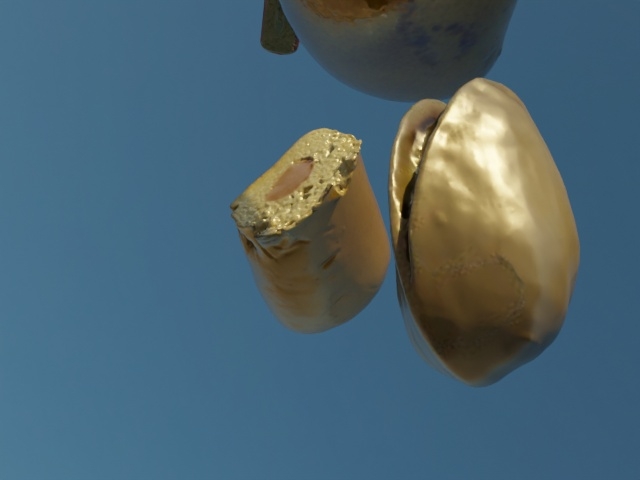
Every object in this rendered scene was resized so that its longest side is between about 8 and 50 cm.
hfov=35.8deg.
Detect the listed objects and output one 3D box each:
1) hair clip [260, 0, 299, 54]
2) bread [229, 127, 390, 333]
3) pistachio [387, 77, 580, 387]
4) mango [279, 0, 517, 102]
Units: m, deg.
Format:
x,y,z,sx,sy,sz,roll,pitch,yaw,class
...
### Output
x,y,z,sx,sy,sz,roll,pitch,yaw,class
-0.049,-0.304,1.265,0.054,0.022,0.137,11,-57,11,hair clip
0.002,0.000,0.853,0.085,0.134,0.173,28,-25,37,bread
0.110,-0.007,0.683,0.126,0.152,0.223,-22,-128,42,pistachio
0.087,-0.275,1.013,0.263,0.378,0.221,-15,-120,8,mango
